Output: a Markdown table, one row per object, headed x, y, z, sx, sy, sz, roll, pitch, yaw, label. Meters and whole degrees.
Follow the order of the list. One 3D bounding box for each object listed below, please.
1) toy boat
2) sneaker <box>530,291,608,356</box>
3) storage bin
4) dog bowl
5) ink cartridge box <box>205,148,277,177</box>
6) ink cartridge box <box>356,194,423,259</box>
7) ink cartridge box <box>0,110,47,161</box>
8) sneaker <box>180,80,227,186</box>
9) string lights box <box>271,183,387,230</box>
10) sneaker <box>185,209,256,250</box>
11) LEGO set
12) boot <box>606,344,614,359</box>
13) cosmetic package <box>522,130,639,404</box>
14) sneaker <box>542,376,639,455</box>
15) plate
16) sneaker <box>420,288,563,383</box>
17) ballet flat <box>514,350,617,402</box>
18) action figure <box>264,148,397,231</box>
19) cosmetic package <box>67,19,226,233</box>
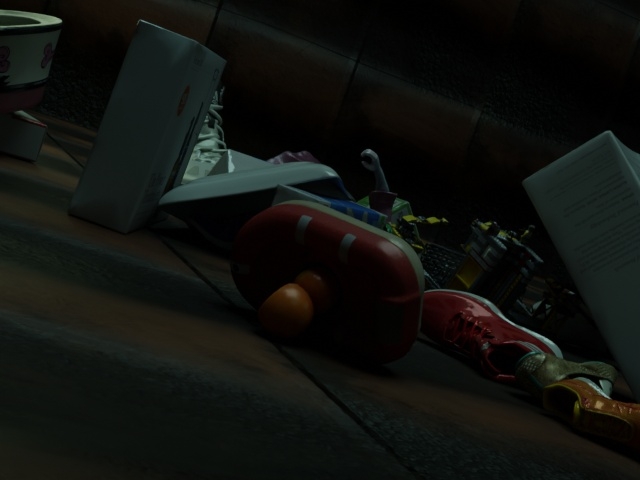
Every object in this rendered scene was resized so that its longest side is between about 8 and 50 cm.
| x | y | z | sx | sy | sz | roll | pitch | yaw | label |
| --- | --- | --- | --- | --- | --- | --- | --- | --- | --- |
| -0.010 | 0.056 | 1.281 | 0.231 | 0.151 | 0.151 | 23 | 35 | 33 | toy boat |
| 0.554 | 0.139 | 2.218 | 0.292 | 0.108 | 0.169 | 7 | -26 | -34 | sneaker |
| 0.256 | 0.082 | 2.063 | 0.180 | 0.084 | 0.122 | 20 | -8 | 17 | storage bin |
| -0.646 | -0.309 | 2.024 | 0.407 | 0.150 | 0.408 | 3 | 14 | -1 | dog bowl |
| -0.156 | -0.067 | 2.041 | 0.104 | 0.181 | 0.062 | 17 | 47 | -27 | ink cartridge box |
| 0.145 | 0.017 | 2.289 | 0.062 | 0.209 | 0.109 | -30 | 26 | -21 | ink cartridge box |
| -0.583 | -0.205 | 2.144 | 0.127 | 0.072 | 0.175 | 15 | 6 | -31 | ink cartridge box |
| -0.252 | -0.208 | 2.399 | 0.169 | 0.258 | 0.447 | 16 | 6 | -37 | sneaker |
| 0.000 | 0.000 | 1.797 | 0.076 | 0.133 | 0.259 | 23 | 6 | 24 | string lights box |
| -0.133 | -0.020 | 1.869 | 0.169 | 0.071 | 0.068 | 16 | 6 | -33 | sneaker |
| 0.260 | 0.034 | 1.792 | 0.331 | 0.192 | 0.255 | 22 | 21 | -32 | LEGO set |
| 0.656 | 0.240 | 2.140 | 0.229 | 0.091 | 0.263 | 30 | 15 | 39 | boot |
| 0.466 | 0.054 | 1.722 | 0.217 | 0.156 | 0.385 | 12 | 48 | -62 | cosmetic package |
| 0.319 | 0.204 | 1.321 | 0.067 | 0.064 | 0.175 | -9 | 17 | -36 | sneaker |
| -0.095 | -0.074 | 1.874 | 0.278 | 0.045 | 0.277 | -9 | -7 | 7 | plate |
| 0.206 | 0.121 | 1.553 | 0.221 | 0.087 | 0.128 | 20 | 3 | 20 | sneaker |
| 0.317 | 0.186 | 1.482 | 0.206 | 0.073 | 0.067 | 11 | 36 | -43 | ballet flat |
| 0.015 | -0.014 | 2.148 | 0.370 | 0.248 | 0.276 | 38 | -28 | 34 | action figure |
| -0.249 | -0.167 | 1.793 | 0.097 | 0.285 | 0.377 | 19 | 5 | 0 | cosmetic package |
